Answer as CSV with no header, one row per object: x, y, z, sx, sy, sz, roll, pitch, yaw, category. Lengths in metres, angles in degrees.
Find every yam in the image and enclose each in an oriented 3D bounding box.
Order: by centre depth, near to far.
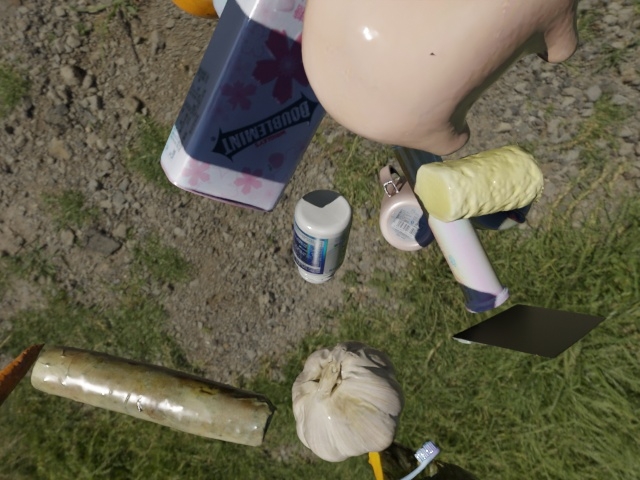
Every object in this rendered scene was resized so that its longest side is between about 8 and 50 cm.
-0.210,0.189,0.636,0.317,0.071,0.067,10,136,10,yam

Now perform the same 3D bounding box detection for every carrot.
-0.538,0.251,0.839,0.057,0.224,0.057,12,130,14,carrot

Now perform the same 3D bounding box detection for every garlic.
0.041,0.284,0.936,0.227,0.228,0.152,-30,139,19,garlic

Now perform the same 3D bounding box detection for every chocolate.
0.571,-0.159,1.706,0.283,0.186,0.284,0,99,-3,chocolate

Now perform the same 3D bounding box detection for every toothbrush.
0.058,0.278,0.551,0.019,0.193,0.013,50,151,23,toothbrush

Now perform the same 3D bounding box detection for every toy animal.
0.103,-0.238,0.399,0.326,0.237,0.269,-47,127,4,toy animal

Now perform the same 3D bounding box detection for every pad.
0.353,0.146,0.851,0.159,0.264,0.009,5,100,43,pad

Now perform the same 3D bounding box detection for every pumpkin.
0.183,0.490,0.912,0.258,0.290,0.095,17,114,6,pumpkin

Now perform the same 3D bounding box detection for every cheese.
0.249,-0.092,0.810,0.167,0.123,0.094,-12,122,-12,cheese

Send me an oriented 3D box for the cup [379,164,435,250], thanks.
0.254,-0.105,1.522,0.191,0.200,0.253,-28,103,23,cup

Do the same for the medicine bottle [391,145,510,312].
0.297,-0.045,1.176,0.108,0.108,0.426,-25,98,17,medicine bottle

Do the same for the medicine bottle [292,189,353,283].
0.000,0.000,0.991,0.106,0.107,0.192,8,143,1,medicine bottle

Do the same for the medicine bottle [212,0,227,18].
-0.124,-0.565,1.127,0.244,0.245,0.290,-17,126,14,medicine bottle

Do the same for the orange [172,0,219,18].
-0.303,-0.774,1.409,0.311,0.312,0.312,2,118,4,orange

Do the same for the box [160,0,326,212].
-0.071,-0.231,0.737,0.190,0.112,0.370,11,118,-40,box
